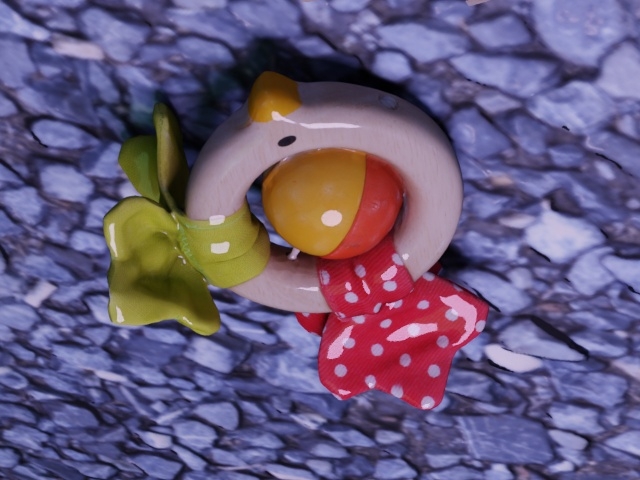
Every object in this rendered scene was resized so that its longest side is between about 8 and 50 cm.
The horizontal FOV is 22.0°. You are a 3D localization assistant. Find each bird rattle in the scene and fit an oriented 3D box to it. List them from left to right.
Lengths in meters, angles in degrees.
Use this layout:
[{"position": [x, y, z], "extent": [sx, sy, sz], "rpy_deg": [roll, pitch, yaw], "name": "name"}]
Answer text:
[{"position": [0.000, 0.000, 0.977], "extent": [0.253, 0.143, 0.207], "rpy_deg": [22, 130, -15], "name": "bird rattle"}]

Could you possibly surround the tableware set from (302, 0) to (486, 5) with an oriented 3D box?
[{"position": [0.037, -0.172, 0.797], "extent": [0.141, 0.020, 0.168], "rpy_deg": [1, 144, 22], "name": "tableware set"}]
